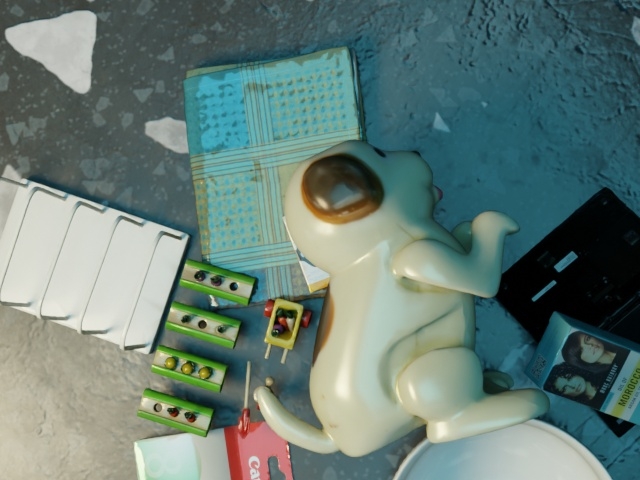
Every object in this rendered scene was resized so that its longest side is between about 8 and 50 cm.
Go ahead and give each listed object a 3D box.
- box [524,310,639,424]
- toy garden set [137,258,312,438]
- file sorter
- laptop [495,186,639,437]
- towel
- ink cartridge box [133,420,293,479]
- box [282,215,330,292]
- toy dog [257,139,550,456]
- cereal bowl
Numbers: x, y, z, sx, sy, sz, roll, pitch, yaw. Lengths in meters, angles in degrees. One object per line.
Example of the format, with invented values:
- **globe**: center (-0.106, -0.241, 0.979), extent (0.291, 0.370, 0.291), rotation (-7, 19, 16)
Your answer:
- **box**: center (0.416, 0.190, 1.635), extent (0.244, 0.060, 0.101), rotation (21, 101, -18)
- **toy garden set**: center (-0.138, 0.169, 1.708), extent (0.203, 0.049, 0.244), rotation (16, 85, 6)
- **file sorter**: center (-0.365, 0.033, 1.714), extent (0.277, 0.173, 0.193), rotation (18, 88, 6)
- **laptop**: center (0.428, 0.103, 1.718), extent (0.234, 0.136, 0.264), rotation (-41, 58, 1)
- **towel**: center (-0.060, -0.092, 1.763), extent (0.271, 0.040, 0.370), rotation (-7, 88, 6)
- **ink cartridge box**: center (-0.154, 0.369, 1.735), extent (0.224, 0.056, 0.181), rotation (-9, 86, 6)
- **box**: center (0.000, 0.000, 1.723), extent (0.081, 0.028, 0.136), rotation (-20, 85, 4)
- **toy dog**: center (0.084, 0.063, 1.597), extent (0.395, 0.284, 0.408), rotation (-15, 91, 4)
- **cereal bowl**: center (0.256, 0.406, 1.651), extent (0.338, 0.141, 0.339), rotation (0, 86, 5)
